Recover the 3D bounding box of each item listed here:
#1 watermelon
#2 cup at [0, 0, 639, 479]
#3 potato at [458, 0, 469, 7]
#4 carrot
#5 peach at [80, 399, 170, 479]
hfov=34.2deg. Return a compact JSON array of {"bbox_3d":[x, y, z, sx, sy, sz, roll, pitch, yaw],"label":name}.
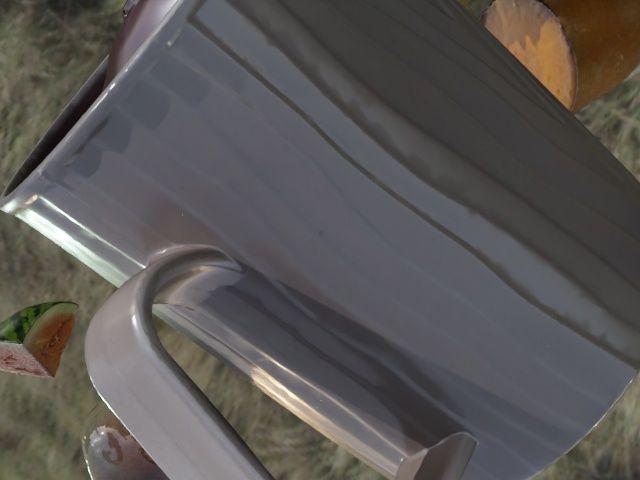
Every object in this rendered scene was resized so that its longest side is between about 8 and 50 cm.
[{"bbox_3d":[-0.365,0.136,1.299,0.135,0.125,0.094,-31,100,26],"label":"watermelon"},{"bbox_3d":[0.013,-0.014,0.480,0.273,0.288,0.208,40,104,-17],"label":"cup"},{"bbox_3d":[0.086,-0.451,1.416,0.296,0.397,0.290,20,137,-5],"label":"potato"},{"bbox_3d":[0.301,-0.234,1.154,0.159,0.225,0.159,45,152,33],"label":"carrot"},{"bbox_3d":[-0.104,0.127,0.626,0.083,0.083,0.083,19,145,14],"label":"peach"}]
